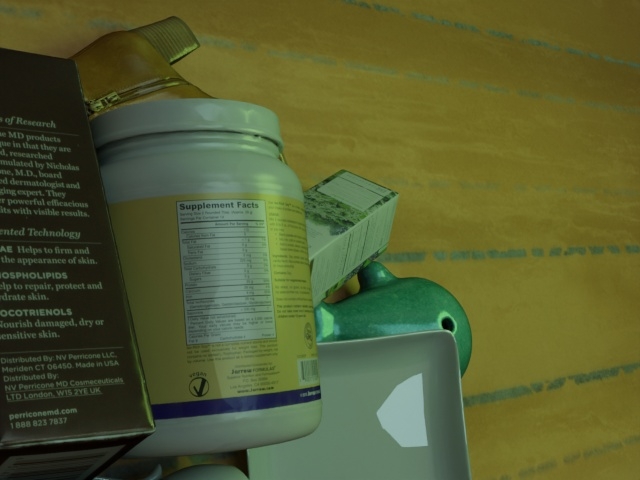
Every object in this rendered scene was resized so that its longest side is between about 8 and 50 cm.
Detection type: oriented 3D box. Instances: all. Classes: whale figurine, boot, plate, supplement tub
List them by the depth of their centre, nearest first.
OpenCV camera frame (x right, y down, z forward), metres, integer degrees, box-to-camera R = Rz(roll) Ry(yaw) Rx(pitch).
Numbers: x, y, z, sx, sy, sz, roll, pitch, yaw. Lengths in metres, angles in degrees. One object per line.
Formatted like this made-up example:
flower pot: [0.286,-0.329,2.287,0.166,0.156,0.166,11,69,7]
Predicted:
supplement tub: [-0.129,0.042,0.910,0.241,0.241,0.331,1,80,-41]
plate: [0.043,0.255,1.058,0.278,0.045,0.277,-4,83,-15]
boot: [-0.183,-0.118,1.073,0.211,0.104,0.295,-41,99,-36]
whale figurine: [0.084,0.122,1.157,0.272,0.141,0.216,14,64,-32]

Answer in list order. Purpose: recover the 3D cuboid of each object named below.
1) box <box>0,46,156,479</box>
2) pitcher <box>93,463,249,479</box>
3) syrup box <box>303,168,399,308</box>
box: [-0.283,0.030,0.800,0.143,0.191,0.381,4,57,-38]
pitcher: [-0.172,0.288,0.890,0.207,0.125,0.177,-22,74,-32]
syrup box: [0.000,0.000,1.131,0.093,0.096,0.237,25,35,23]
